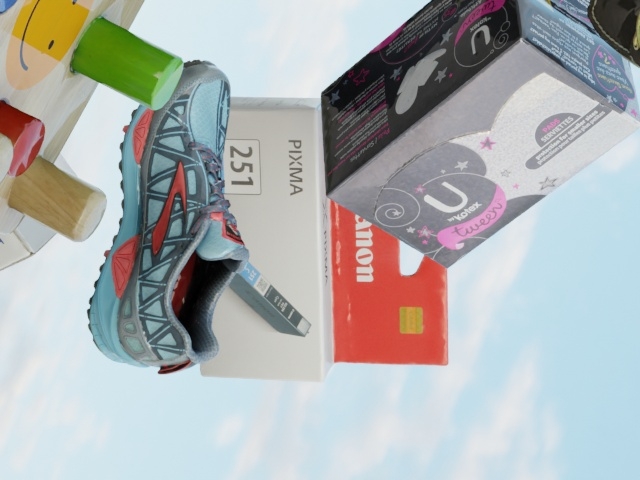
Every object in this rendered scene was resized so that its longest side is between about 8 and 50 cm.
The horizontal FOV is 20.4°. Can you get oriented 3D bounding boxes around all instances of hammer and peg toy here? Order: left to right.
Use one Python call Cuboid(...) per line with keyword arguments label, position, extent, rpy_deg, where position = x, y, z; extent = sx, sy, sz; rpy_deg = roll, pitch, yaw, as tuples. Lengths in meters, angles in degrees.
Cuboid(label="hammer and peg toy", position=(-0.184, -0.083, 0.985), extent=(0.361, 0.127, 0.266), rpy_deg=(-61, 169, -3))

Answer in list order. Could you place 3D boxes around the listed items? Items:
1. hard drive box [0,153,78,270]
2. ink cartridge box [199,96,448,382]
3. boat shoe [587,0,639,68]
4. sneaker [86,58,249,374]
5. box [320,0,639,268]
Cuboid(label="hard drive box", position=(-0.331, -0.048, 1.468), extent=(0.232, 0.181, 0.089), rpy_deg=(-21, -161, 42))
Cuboid(label="ink cartridge box", position=(0.000, 0.000, 1.858), extent=(0.066, 0.261, 0.296), rpy_deg=(-54, 143, -71))
Cuboid(label="boat shoe", position=(0.289, -0.161, 1.392), extent=(0.228, 0.069, 0.081), rpy_deg=(29, -76, 45))
Cuboid(label="sneaker", position=(-0.099, -0.017, 1.467), extent=(0.125, 0.104, 0.261), rpy_deg=(13, -88, 37))
Cuboid(label="box", position=(0.139, -0.114, 1.589), extent=(0.247, 0.163, 0.142), rpy_deg=(-37, -143, 34))
